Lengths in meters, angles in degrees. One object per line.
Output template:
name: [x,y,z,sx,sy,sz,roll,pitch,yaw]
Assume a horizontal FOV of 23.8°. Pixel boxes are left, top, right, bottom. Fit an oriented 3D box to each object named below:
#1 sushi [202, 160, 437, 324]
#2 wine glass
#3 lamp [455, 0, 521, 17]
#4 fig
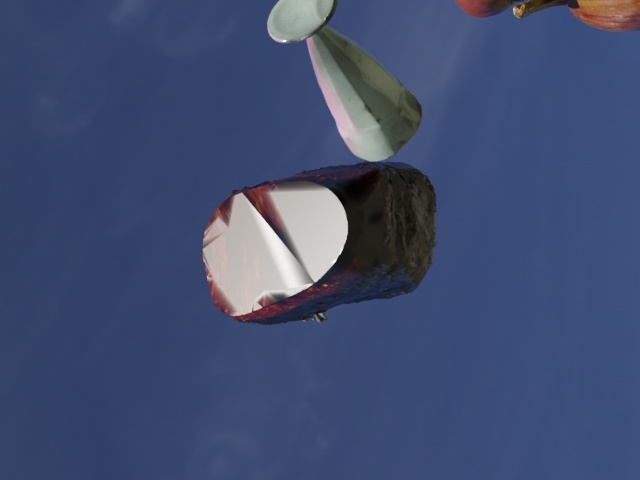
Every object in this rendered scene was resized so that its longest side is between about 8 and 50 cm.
sushi: [0.000,0.000,1.412,0.126,0.225,0.136,-5,-102,-45]
wine glass: [0.019,-0.139,1.258,0.155,0.073,0.073,48,-123,-41]
lamp: [0.171,-0.271,1.522,0.101,0.090,0.101,-47,-20,-24]
fig: [0.346,-0.326,1.865,0.175,0.207,0.175,51,-152,-42]
